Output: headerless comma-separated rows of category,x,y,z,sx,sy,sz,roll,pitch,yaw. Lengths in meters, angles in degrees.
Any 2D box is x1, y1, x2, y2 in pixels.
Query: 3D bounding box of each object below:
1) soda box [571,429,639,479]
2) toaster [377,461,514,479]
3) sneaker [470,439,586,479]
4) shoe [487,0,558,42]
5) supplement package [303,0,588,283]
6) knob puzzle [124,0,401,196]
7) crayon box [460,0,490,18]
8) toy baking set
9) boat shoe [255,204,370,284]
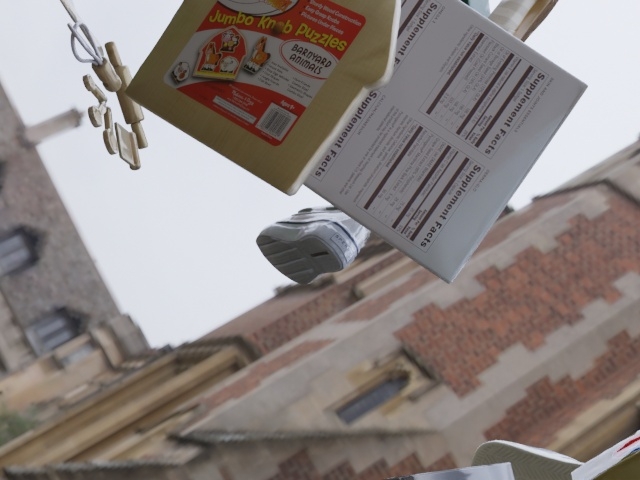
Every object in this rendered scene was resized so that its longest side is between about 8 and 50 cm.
soda box,0.284,0.161,0.852,0.058,0.181,0.061,57,10,3
toaster,0.100,0.288,1.100,0.186,0.168,0.110,-25,-111,49
sneaker,0.409,0.399,1.719,0.350,0.131,0.148,22,0,38
shoe,0.204,-0.233,1.309,0.058,0.219,0.076,37,-18,6
supplement package,0.060,-0.119,0.988,0.263,0.198,0.199,35,4,4
knob puzzle,-0.022,-0.142,0.770,0.213,0.213,0.030,44,2,34
crayon box,0.136,-0.340,2.058,0.363,0.106,0.313,7,-50,27
toy baking set,-0.295,-0.223,1.546,0.197,0.030,0.256,-14,87,-84
boat shoe,0.000,0.000,1.307,0.083,0.076,0.226,55,-21,-16
